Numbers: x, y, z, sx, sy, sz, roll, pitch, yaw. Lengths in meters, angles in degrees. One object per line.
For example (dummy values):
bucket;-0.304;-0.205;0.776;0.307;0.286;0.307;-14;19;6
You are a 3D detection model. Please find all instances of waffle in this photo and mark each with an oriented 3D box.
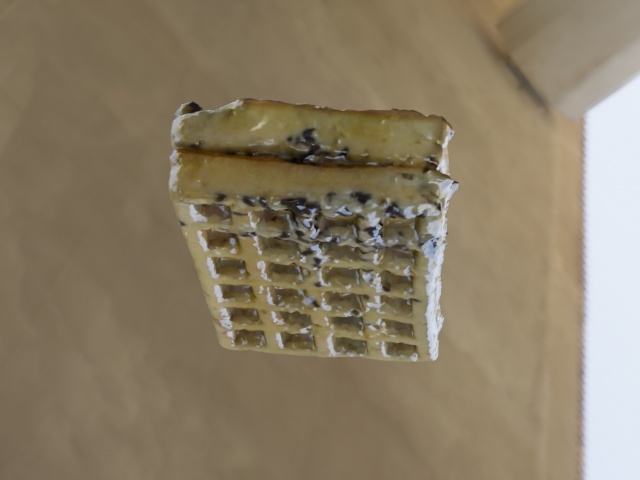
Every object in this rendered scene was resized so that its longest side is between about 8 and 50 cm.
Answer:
waffle;-0.001;0.000;0.572;0.148;0.102;0.042;84;-168;-64
